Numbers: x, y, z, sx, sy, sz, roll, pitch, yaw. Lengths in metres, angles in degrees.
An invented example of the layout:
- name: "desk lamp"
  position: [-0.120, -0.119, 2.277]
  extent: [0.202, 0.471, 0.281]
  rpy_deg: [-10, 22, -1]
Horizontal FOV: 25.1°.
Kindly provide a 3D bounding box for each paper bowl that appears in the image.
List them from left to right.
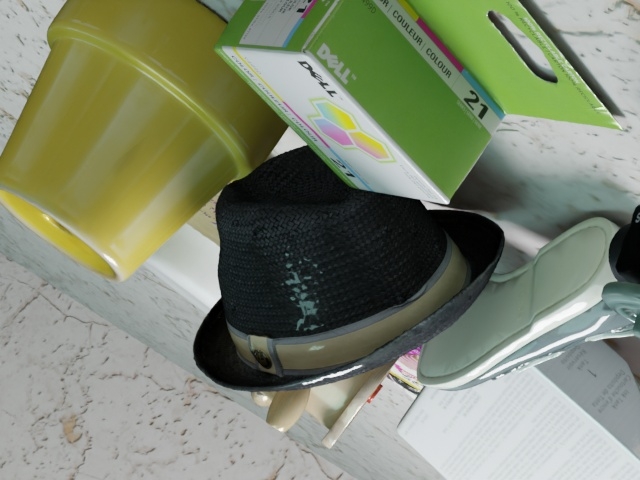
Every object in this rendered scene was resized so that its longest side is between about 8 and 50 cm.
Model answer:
- name: "paper bowl"
  position: [-0.115, 0.009, 1.725]
  extent: [0.284, 0.148, 0.284]
  rpy_deg: [36, 171, 6]

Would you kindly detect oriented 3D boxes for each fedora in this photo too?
- name: "fedora"
  position: [0.000, 0.000, 1.319]
  extent: [0.334, 0.334, 0.153]
  rpy_deg: [10, 130, 58]

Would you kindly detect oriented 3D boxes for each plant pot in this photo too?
- name: "plant pot"
  position: [-0.193, -0.102, 1.415]
  extent: [0.254, 0.239, 0.254]
  rpy_deg: [33, 166, 10]

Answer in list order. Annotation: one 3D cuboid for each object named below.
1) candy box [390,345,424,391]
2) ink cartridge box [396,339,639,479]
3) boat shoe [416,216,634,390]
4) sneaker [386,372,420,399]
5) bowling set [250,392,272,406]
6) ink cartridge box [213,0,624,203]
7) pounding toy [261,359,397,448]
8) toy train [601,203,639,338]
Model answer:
- name: "candy box"
  position: [0.141, 0.134, 1.773]
  extent: [0.159, 0.071, 0.233]
  rpy_deg: [31, 166, 15]
- name: "ink cartridge box"
  position: [0.281, 0.246, 1.515]
  extent: [0.385, 0.091, 0.308]
  rpy_deg: [41, 149, 10]
- name: "boat shoe"
  position: [0.196, 0.079, 1.296]
  extent: [0.099, 0.116, 0.319]
  rpy_deg: [26, 148, -18]
- name: "sneaker"
  position: [0.103, 0.166, 1.990]
  extent: [0.170, 0.063, 0.075]
  rpy_deg: [32, 161, 8]
- name: "bowling set"
  position: [-0.071, 0.125, 1.954]
  extent: [0.200, 0.154, 0.287]
  rpy_deg: [46, 160, 25]
- name: "ink cartridge box"
  position: [0.067, -0.116, 1.074]
  extent: [0.189, 0.097, 0.255]
  rpy_deg: [43, 164, -32]
- name: "pounding toy"
  position: [0.002, 0.143, 1.729]
  extent: [0.155, 0.154, 0.269]
  rpy_deg: [37, -174, 6]
- name: "toy train"
  position: [0.321, 0.018, 0.900]
  extent: [0.190, 0.142, 0.334]
  rpy_deg: [26, 167, -17]
